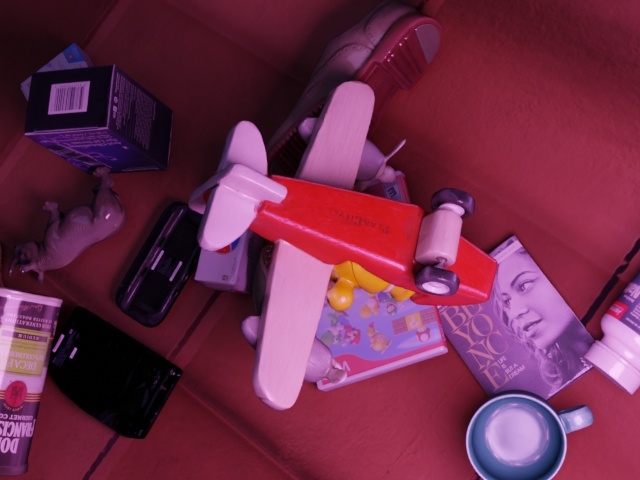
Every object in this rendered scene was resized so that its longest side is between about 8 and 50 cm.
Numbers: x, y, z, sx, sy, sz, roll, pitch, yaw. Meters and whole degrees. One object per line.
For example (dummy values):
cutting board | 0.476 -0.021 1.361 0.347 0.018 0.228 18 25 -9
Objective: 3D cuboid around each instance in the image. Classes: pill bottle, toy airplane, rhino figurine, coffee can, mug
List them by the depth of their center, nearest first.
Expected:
pill bottle | 0.435 0.109 1.624 0.108 0.108 0.180 39 90 26
mug | 0.274 0.266 1.637 0.158 0.097 0.129 12 90 10
toy airplane | 0.000 0.000 1.697 0.386 0.272 0.384 -28 75 -19
coffee can | -0.524 0.204 1.890 0.201 0.201 0.275 9 85 23
rhino figurine | -0.418 -0.011 2.008 0.243 0.073 0.106 -34 62 10

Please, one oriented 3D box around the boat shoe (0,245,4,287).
boat shoe | -0.573 0.044 2.050 0.073 0.073 0.207 -28 65 15

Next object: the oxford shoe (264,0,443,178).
oxford shoe | 0.031 -0.228 1.892 0.348 0.123 0.130 -43 49 -2

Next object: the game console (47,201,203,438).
game console | -0.274 0.113 1.931 0.213 0.044 0.361 29 87 25

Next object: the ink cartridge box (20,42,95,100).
ink cartridge box | -0.439 -0.262 2.103 0.122 0.052 0.088 -35 65 6

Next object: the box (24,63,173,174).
box | -0.348 -0.188 1.960 0.153 0.207 0.108 -3 73 21

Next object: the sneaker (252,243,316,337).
sneaker | -0.058 0.108 1.833 0.064 0.086 0.192 -6 64 -22

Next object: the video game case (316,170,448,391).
video game case | 0.061 0.059 1.820 0.204 0.025 0.285 -20 68 20

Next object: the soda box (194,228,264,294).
soda box | -0.128 -0.029 1.904 0.074 0.069 0.216 6 76 23

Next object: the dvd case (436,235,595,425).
dvd case | 0.271 0.125 1.732 0.164 0.018 0.221 -37 64 7
